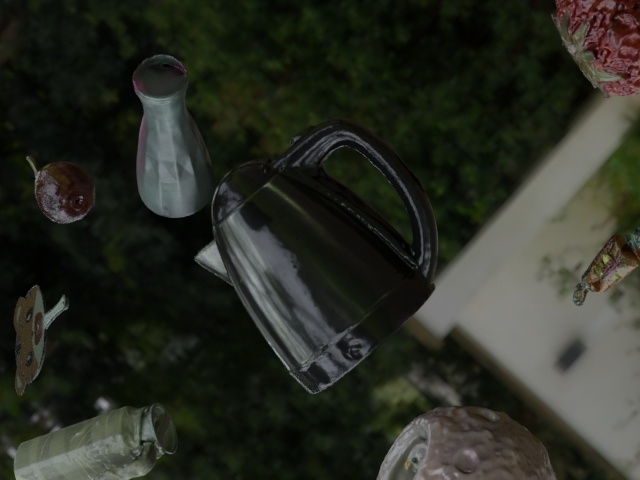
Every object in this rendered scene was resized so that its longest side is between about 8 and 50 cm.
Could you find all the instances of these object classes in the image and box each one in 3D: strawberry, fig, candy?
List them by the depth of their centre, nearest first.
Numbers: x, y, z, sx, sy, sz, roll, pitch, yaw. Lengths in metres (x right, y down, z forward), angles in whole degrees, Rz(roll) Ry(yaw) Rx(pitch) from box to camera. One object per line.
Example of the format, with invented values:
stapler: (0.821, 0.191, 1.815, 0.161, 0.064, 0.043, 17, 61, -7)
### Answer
candy: (0.412, 0.028, 2.228, 0.046, 0.182, 0.053, 28, -150, -27)
strawberry: (0.460, -0.333, 2.269, 0.205, 0.244, 0.205, 54, 180, -1)
fig: (-0.381, -0.080, 2.278, 0.125, 0.089, 0.089, 33, 178, 39)

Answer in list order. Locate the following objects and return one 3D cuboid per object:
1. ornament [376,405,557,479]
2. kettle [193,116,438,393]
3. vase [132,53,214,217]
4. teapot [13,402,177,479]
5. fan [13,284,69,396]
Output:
ornament: (0.199, 0.349, 2.118, 0.225, 0.259, 0.259, 30, -172, -12)
kettle: (-0.012, 0.011, 1.901, 0.271, 0.251, 0.207, 48, -132, -1)
vase: (-0.162, -0.113, 1.699, 0.086, 0.086, 0.214, 44, 159, 22)
teapot: (-0.281, 0.272, 1.981, 0.077, 0.200, 0.107, 61, -162, -28)
fan: (-0.395, 0.121, 2.239, 0.008, 0.227, 0.152, 8, -117, -27)
